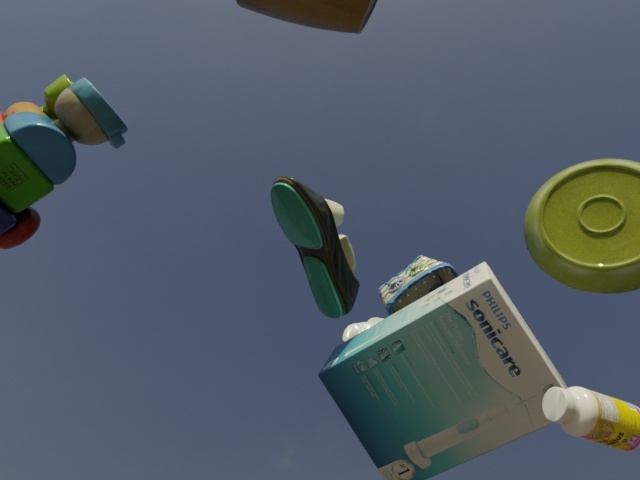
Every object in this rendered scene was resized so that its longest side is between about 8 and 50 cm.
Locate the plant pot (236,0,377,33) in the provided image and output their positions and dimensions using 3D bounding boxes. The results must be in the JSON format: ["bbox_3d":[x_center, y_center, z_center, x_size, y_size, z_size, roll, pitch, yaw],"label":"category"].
[{"bbox_3d":[-0.006,-0.534,0.965,0.254,0.237,0.237,27,-62,-1],"label":"plant pot"}]

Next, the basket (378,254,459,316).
[{"bbox_3d":[0.301,0.186,1.331,0.254,0.289,0.201,-38,-58,-2],"label":"basket"}]

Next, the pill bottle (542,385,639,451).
[{"bbox_3d":[0.245,0.158,0.429,0.083,0.043,0.044,19,-61,-10],"label":"pill bottle"}]

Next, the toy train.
[{"bbox_3d":[-0.280,-0.105,0.446,0.143,0.248,0.105,-39,-49,-16],"label":"toy train"}]

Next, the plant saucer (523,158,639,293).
[{"bbox_3d":[0.453,-0.035,0.770,0.240,0.241,0.037,-26,-35,20],"label":"plant saucer"}]

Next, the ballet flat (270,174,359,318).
[{"bbox_3d":[0.000,0.000,0.779,0.095,0.096,0.281,11,-47,37],"label":"ballet flat"}]

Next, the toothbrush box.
[{"bbox_3d":[0.182,0.204,0.724,0.295,0.126,0.217,-35,-92,18],"label":"toothbrush box"}]

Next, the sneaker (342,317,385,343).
[{"bbox_3d":[0.108,0.201,1.052,0.061,0.152,0.054,-14,-88,46],"label":"sneaker"}]
